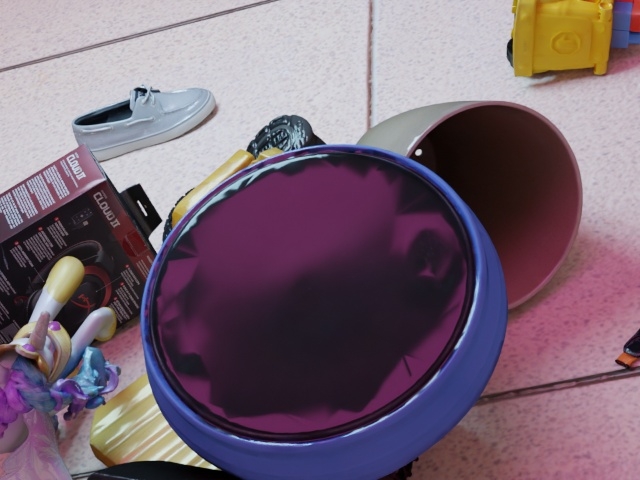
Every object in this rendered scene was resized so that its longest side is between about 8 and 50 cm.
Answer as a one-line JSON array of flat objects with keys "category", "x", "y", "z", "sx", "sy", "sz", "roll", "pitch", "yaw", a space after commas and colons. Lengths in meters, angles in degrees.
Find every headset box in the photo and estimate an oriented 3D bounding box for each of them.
[{"category": "headset box", "x": -0.344, "y": 0.030, "z": 1.954, "sx": 0.293, "sy": 0.218, "sz": 0.110, "roll": -32, "pitch": 39, "yaw": -4}]

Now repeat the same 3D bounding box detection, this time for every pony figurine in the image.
[{"category": "pony figurine", "x": -0.368, "y": 0.198, "z": 1.715, "sx": 0.351, "sy": 0.302, "sz": 0.363, "roll": -57, "pitch": 3, "yaw": 9}]

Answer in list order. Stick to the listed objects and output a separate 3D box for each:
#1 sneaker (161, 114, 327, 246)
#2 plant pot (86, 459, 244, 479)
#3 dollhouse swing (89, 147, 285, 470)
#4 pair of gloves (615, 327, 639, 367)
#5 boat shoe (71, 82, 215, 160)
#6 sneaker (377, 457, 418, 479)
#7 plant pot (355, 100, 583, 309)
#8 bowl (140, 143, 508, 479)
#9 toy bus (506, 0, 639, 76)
[{"category": "sneaker", "x": -0.092, "y": -0.042, "z": 2.022, "sx": 0.286, "sy": 0.130, "sz": 0.109, "roll": -37, "pitch": 47, "yaw": 18}, {"category": "plant pot", "x": -0.152, "y": 0.316, "z": 1.520, "sx": 0.187, "sy": 0.167, "sz": 0.188, "roll": 4, "pitch": 76, "yaw": 29}, {"category": "dollhouse swing", "x": -0.097, "y": 0.109, "z": 1.715, "sx": 0.305, "sy": 0.315, "sz": 0.347, "roll": -22, "pitch": 34, "yaw": -33}, {"category": "pair of gloves", "x": 0.380, "y": 0.123, "z": 1.668, "sx": 0.083, "sy": 0.010, "sz": 0.074, "roll": 18, "pitch": 55, "yaw": 43}, {"category": "boat shoe", "x": -0.277, "y": -0.196, "z": 2.307, "sx": 0.227, "sy": 0.081, "sz": 0.079, "roll": -21, "pitch": 38, "yaw": 3}, {"category": "sneaker", "x": 0.087, "y": 0.265, "z": 1.588, "sx": 0.281, "sy": 0.106, "sz": 0.162, "roll": -47, "pitch": 48, "yaw": -13}, {"category": "plant pot", "x": 0.145, "y": -0.067, "z": 1.847, "sx": 0.256, "sy": 0.256, "sz": 0.274, "roll": -32, "pitch": 23, "yaw": -11}, {"category": "bowl", "x": -0.005, "y": 0.066, "z": 1.545, "sx": 0.391, "sy": 0.077, "sz": 0.391, "roll": -8, "pitch": 55, "yaw": 12}, {"category": "toy bus", "x": 0.375, "y": -0.338, "z": 2.118, "sx": 0.211, "sy": 0.149, "sz": 0.220, "roll": 4, "pitch": 41, "yaw": 11}]
